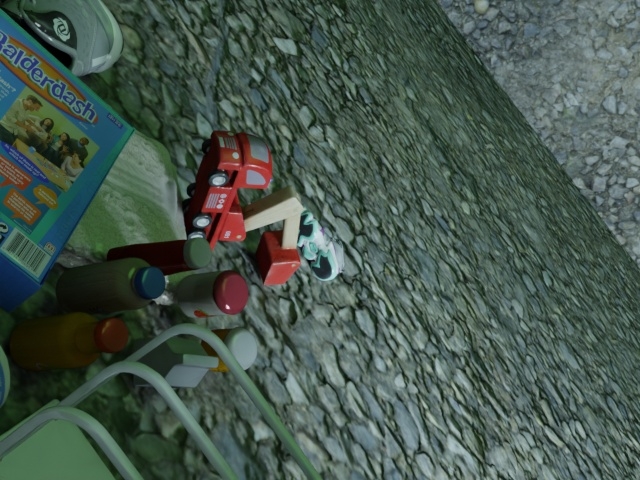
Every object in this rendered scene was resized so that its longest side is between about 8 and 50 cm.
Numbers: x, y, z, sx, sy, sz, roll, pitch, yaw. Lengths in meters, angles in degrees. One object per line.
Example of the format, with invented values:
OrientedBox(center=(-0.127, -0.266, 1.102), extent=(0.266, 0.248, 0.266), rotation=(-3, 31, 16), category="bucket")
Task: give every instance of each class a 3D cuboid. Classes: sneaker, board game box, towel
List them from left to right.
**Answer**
OrientedBox(center=(-0.242, -0.071, 0.685), extent=(0.160, 0.047, 0.210), rotation=(43, 34, -20), category="board game box")
OrientedBox(center=(-0.291, -0.249, 0.872), extent=(0.229, 0.086, 0.132), rotation=(51, 29, -11), category="sneaker")
OrientedBox(center=(-0.226, -0.059, 0.797), extent=(0.282, 0.049, 0.187), rotation=(26, 38, -44), category="towel")
OrientedBox(center=(0.000, 0.000, 1.119), extent=(0.069, 0.038, 0.098), rotation=(-18, 84, -64), category="sneaker")

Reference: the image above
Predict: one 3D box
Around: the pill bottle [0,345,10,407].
OrientedBox(center=(-0.253, 0.102, 0.532), extent=(0.078, 0.078, 0.137), rotation=(53, 27, -5), category="pill bottle")

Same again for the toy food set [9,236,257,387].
OrientedBox(center=(-0.117, 0.059, 0.734), extent=(0.232, 0.104, 0.111), rotation=(17, 70, -48), category="toy food set")

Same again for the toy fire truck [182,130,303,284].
OrientedBox(center=(-0.068, -0.029, 0.923), extent=(0.135, 0.192, 0.047), rotation=(2, 51, -24), category="toy fire truck")

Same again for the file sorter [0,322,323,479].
OrientedBox(center=(-0.138, 0.194, 0.511), extent=(0.193, 0.173, 0.277), rotation=(54, 27, -1), category="file sorter")
